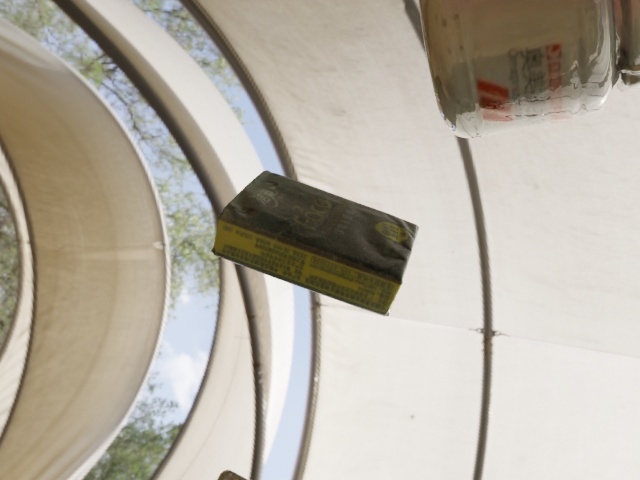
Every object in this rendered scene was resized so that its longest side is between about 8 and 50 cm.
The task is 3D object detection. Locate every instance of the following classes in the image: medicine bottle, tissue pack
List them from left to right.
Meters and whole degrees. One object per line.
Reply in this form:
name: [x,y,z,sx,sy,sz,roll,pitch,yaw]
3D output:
tissue pack: [0.000,0.000,0.898,0.257,0.185,0.081,20,-62,6]
medicine bottle: [0.294,-0.270,0.753,0.325,0.256,0.256,-7,-86,17]

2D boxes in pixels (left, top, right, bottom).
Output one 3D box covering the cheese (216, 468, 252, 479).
cheese: [-0.016,0.352,0.758,0.127,0.255,0.050,-63,-171,-14]
